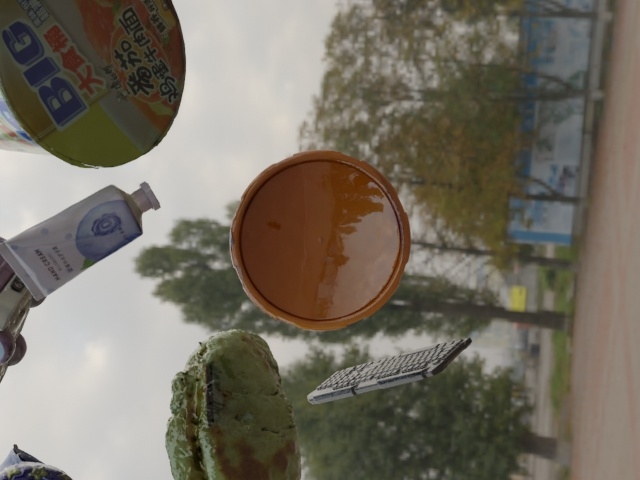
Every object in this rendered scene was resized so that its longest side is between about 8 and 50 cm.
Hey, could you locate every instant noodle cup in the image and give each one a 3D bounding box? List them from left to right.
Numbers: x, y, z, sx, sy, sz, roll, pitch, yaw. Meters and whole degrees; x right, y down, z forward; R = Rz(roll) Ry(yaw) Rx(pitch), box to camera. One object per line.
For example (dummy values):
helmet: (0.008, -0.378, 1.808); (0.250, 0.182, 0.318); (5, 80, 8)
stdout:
instant noodle cup: (-0.241, -0.160, 0.891); (0.205, 0.153, 0.205); (1, -91, -47)

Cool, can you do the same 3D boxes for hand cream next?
hand cream: (-0.209, -0.005, 0.881); (0.053, 0.142, 0.084); (47, 165, 38)

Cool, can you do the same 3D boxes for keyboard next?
keyboard: (0.089, 0.180, 1.363); (0.106, 0.262, 0.016); (-34, -82, -45)

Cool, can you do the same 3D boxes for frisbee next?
frisbee: (0.000, 0.000, 1.048); (0.035, 0.192, 0.192); (53, -138, -86)

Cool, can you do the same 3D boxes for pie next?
pie: (-0.092, 0.223, 1.163); (0.201, 0.090, 0.248); (13, -120, -48)

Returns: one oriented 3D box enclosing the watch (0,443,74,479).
watch: (-0.397, 0.368, 1.330); (0.171, 0.196, 0.200); (-43, -2, -10)

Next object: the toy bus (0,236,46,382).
toy bus: (-0.398, 0.100, 1.081); (0.142, 0.142, 0.203); (-81, 17, -60)
